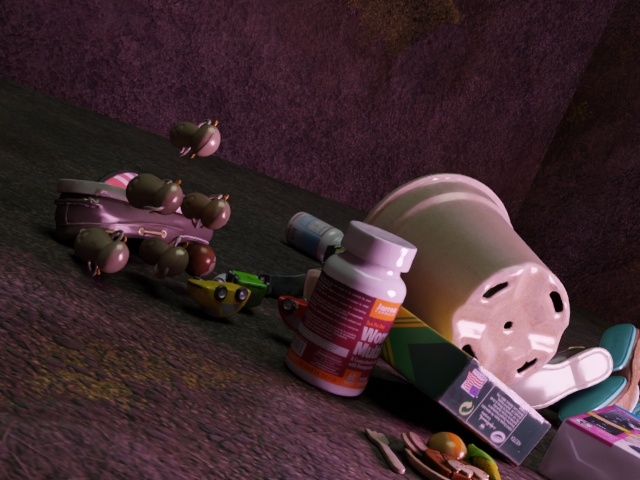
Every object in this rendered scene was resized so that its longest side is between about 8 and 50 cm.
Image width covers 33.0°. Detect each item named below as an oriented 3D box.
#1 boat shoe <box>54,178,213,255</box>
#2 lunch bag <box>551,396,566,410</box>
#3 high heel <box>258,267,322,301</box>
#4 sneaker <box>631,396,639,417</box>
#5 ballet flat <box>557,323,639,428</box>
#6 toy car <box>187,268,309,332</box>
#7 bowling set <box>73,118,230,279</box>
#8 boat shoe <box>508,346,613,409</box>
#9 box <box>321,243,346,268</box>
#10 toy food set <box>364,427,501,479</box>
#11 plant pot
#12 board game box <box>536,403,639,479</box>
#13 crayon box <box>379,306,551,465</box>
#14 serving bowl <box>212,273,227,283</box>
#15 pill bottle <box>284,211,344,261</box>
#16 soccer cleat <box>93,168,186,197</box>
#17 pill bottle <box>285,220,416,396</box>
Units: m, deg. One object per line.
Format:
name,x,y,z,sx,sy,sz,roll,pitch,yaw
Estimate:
boat shoe,-0.295,-0.023,1.752,0.117,0.096,0.324,3,-8,36
lunch bag,0.467,0.290,2.031,0.098,0.067,0.065,21,8,-29
high heel,0.039,0.098,1.880,0.186,0.093,0.261,8,5,-45
sneaker,0.614,0.356,2.023,0.110,0.107,0.275,4,4,-4
ballet flat,0.529,0.283,1.969,0.116,0.124,0.342,-15,18,34
toy car,-0.103,0.091,1.670,0.239,0.053,0.225,13,5,-16
bowling set,-0.199,-0.024,1.591,0.200,0.287,0.154,42,-11,-28
boat shoe,0.398,0.241,1.897,0.228,0.081,0.069,-14,3,-15
box,0.138,0.048,2.224,0.257,0.079,0.322,-7,5,2
toy food set,0.160,0.269,1.326,0.192,0.038,0.132,21,8,-19
plant pot,0.257,0.090,1.873,0.334,0.333,0.305,20,14,-28
board game box,0.478,0.342,1.599,0.224,0.097,0.303,28,7,26
crayon box,0.165,0.184,1.580,0.202,0.081,0.318,40,-2,-32
serving bowl,-0.139,0.076,1.804,0.083,0.027,0.083,24,6,-3
pill bottle,0.000,0.000,2.544,0.160,0.087,0.087,29,9,33
soccer cleat,-0.299,-0.049,1.908,0.116,0.108,0.318,31,7,20
pill bottle,0.045,0.093,1.493,0.121,0.221,0.121,22,9,-4
